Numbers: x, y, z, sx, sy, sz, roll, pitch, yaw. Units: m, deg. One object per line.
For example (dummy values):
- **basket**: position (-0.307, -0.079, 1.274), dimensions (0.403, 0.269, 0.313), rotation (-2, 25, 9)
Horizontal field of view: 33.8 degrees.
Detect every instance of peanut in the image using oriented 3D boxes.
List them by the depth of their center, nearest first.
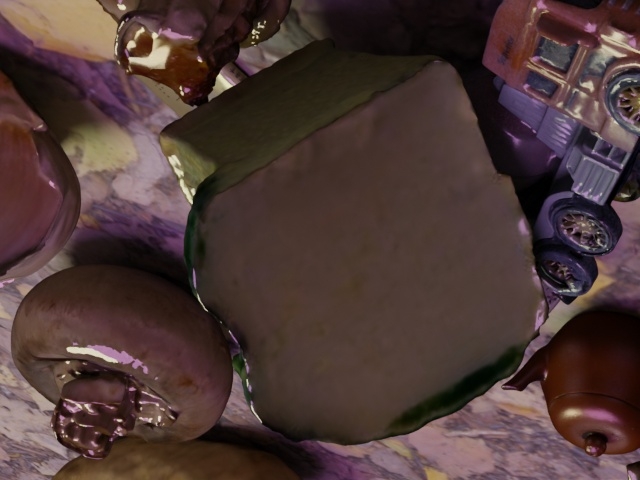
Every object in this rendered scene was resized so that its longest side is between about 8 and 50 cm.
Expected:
- **peanut**: position (-0.182, 0.340, 1.308), dimensions (0.387, 0.192, 0.169), rotation (0, 148, 29)

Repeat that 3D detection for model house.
- **model house**: position (0.000, 0.000, 0.657), dimensions (0.214, 0.195, 0.189), rotation (61, 168, -30)

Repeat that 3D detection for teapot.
- **teapot**: position (0.233, 0.126, 0.844), dimensions (0.173, 0.116, 0.116), rotation (19, 146, 5)

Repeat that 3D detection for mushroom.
- **mushroom**: position (-0.198, 0.126, 1.033), dimensions (0.227, 0.178, 0.226), rotation (10, 151, 5)

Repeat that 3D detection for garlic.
- **garlic**: position (-0.301, -0.058, 0.861), dimensions (0.229, 0.178, 0.143), rotation (44, 177, 1)

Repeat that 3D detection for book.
- **book**: position (-0.091, -0.115, 0.780), dimensions (0.111, 0.014, 0.077), rotation (42, 142, -26)

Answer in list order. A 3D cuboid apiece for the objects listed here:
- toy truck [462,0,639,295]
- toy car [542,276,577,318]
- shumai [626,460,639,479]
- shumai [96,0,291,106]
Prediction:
- **toy truck**: position (0.138, -0.074, 0.629), dimensions (0.140, 0.108, 0.256), rotation (30, 151, 14)
- **toy car**: position (0.111, 0.031, 0.779), dimensions (0.112, 0.112, 0.139), rotation (51, -167, 21)
- **shumai**: position (0.366, 0.123, 0.679), dimensions (0.291, 0.330, 0.288), rotation (67, 160, 0)
- **shumai**: position (-0.090, -0.148, 0.642), dimensions (0.146, 0.116, 0.145), rotation (18, 143, 14)
